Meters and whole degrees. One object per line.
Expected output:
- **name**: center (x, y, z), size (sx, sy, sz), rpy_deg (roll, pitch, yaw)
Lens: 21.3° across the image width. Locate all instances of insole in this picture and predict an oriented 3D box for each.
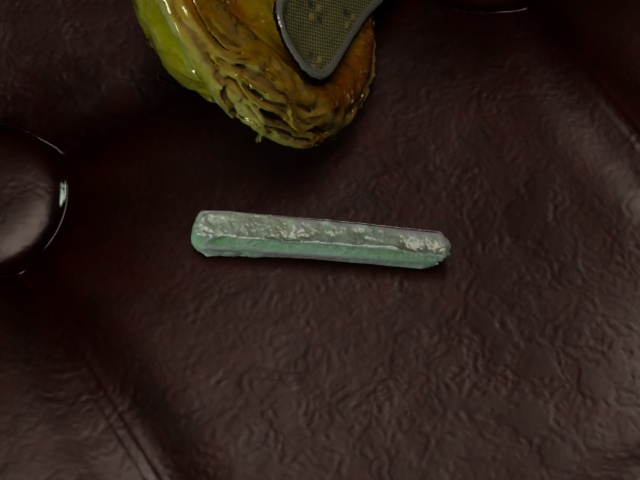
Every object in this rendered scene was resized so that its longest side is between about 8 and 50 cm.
- **insole**: center (0.029, -0.238, 1.432), size (0.007, 0.109, 0.322), rpy_deg (-20, 26, 34)

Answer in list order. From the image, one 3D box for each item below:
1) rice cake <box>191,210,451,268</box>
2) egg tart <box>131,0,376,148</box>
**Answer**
- **rice cake**: center (0.000, 0.000, 1.362), size (0.207, 0.033, 0.033), rpy_deg (4, 60, 0)
- **egg tart**: center (-0.069, -0.207, 1.386), size (0.116, 0.295, 0.295), rpy_deg (-19, 53, 36)
